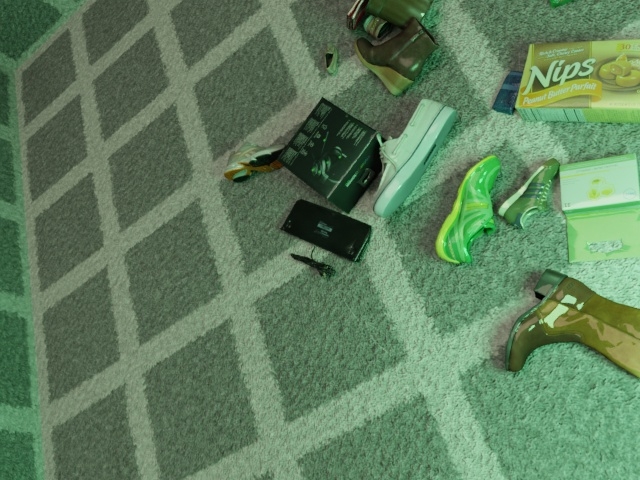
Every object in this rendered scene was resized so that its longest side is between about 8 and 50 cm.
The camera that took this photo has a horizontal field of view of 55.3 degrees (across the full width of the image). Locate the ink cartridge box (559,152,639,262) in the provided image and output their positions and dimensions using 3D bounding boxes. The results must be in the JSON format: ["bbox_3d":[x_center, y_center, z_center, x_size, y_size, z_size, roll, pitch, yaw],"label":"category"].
[{"bbox_3d":[0.657,-0.075,1.429,0.171,0.056,0.235,-7,67,31],"label":"ink cartridge box"}]

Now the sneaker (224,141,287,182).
[{"bbox_3d":[-0.219,-0.295,2.075,0.262,0.099,0.121,-15,60,28],"label":"sneaker"}]

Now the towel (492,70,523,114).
[{"bbox_3d":[0.517,-0.404,1.661,0.067,0.029,0.120,24,87,38],"label":"towel"}]

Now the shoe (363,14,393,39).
[{"bbox_3d":[0.221,-0.730,1.965,0.178,0.063,0.081,-48,55,16],"label":"shoe"}]

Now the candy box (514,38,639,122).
[{"bbox_3d":[0.666,-0.394,1.519,0.316,0.087,0.183,10,79,36],"label":"candy box"}]

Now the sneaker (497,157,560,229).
[{"bbox_3d":[0.539,-0.108,1.517,0.192,0.064,0.086,-46,60,13],"label":"sneaker"}]

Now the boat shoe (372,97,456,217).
[{"bbox_3d":[0.220,-0.245,1.711,0.156,0.136,0.367,32,89,20],"label":"boat shoe"}]

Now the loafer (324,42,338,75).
[{"bbox_3d":[0.034,-0.617,2.058,0.045,0.039,0.125,-17,64,29],"label":"loafer"}]

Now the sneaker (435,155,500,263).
[{"bbox_3d":[0.404,-0.074,1.578,0.123,0.109,0.296,24,92,26],"label":"sneaker"}]

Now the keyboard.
[{"bbox_3d":[0.000,0.000,1.855,0.317,0.033,0.202,24,80,38],"label":"keyboard"}]

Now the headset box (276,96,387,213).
[{"bbox_3d":[0.050,-0.256,1.854,0.283,0.131,0.246,39,96,37],"label":"headset box"}]

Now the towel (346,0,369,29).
[{"bbox_3d":[0.149,-0.761,1.917,0.031,0.275,0.199,36,101,-5],"label":"towel"}]

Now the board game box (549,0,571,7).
[{"bbox_3d":[0.762,-0.773,1.626,0.317,0.046,0.214,-12,67,30],"label":"board game box"}]

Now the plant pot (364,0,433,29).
[{"bbox_3d":[0.246,-0.724,1.859,0.165,0.167,0.167,32,92,-3],"label":"plant pot"}]

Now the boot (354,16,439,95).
[{"bbox_3d":[0.229,-0.591,1.856,0.248,0.090,0.207,55,127,21],"label":"boot"}]

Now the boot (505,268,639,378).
[{"bbox_3d":[0.582,0.231,1.363,0.280,0.096,0.264,28,82,30],"label":"boot"}]
